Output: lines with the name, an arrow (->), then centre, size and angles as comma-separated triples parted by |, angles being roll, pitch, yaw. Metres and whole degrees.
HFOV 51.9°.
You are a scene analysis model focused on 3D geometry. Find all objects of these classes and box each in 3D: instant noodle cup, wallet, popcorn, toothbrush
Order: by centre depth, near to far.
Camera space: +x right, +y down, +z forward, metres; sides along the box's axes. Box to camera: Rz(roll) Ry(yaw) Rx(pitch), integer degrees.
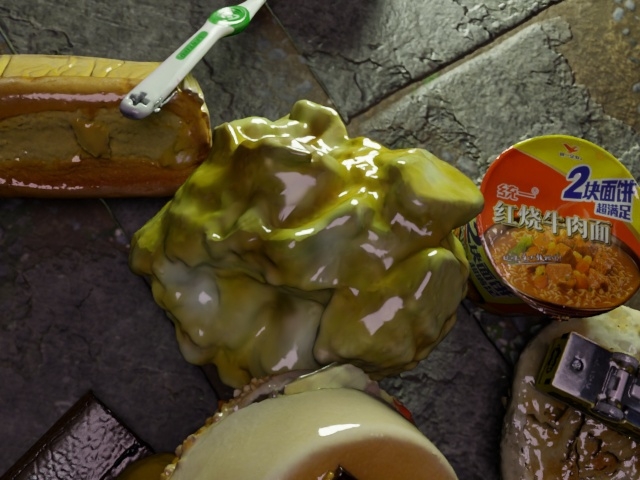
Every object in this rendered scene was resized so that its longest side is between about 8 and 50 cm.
wallet -> -0.295, 0.294, 0.708 | 0.133, 0.039, 0.243 | 45, 76, 1
popcorn -> -0.006, 0.010, 0.721 | 0.334, 0.293, 0.292 | 35, 30, 9
toothbrush -> -0.115, -0.258, 0.792 | 0.042, 0.040, 0.418 | 22, 50, 8
instant noodle cup -> 0.257, 0.003, 0.796 | 0.213, 0.174, 0.213 | 2, 75, -9

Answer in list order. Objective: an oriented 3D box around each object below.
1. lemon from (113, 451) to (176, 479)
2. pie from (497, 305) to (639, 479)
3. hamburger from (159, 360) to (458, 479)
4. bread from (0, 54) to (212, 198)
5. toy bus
lemon -> -0.150, 0.318, 0.658 | 0.170, 0.170, 0.207 | 5, 93, -7
pie -> 0.363, 0.242, 0.803 | 0.339, 0.077, 0.339 | 2, 75, -9
hamburger -> -0.013, 0.260, 0.560 | 0.302, 0.170, 0.302 | -3, 95, -33
bread -> -0.271, -0.129, 0.764 | 0.288, 0.152, 0.119 | -1, 39, -10
toy bus -> 0.360, 0.187, 0.739 | 0.226, 0.074, 0.081 | 26, 72, 0
